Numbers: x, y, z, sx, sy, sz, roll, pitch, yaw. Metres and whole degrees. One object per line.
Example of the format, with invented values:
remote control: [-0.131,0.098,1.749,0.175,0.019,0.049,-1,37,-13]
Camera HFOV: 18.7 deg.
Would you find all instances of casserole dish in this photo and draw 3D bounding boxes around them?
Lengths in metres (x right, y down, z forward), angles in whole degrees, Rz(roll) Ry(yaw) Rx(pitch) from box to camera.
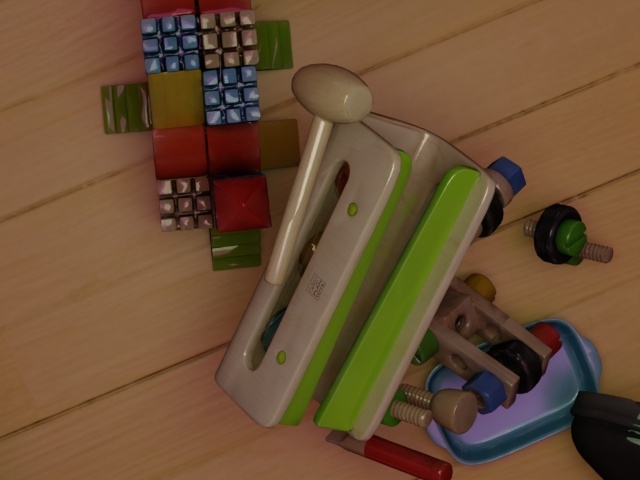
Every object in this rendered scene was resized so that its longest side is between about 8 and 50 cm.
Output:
casserole dish: [0.190,0.150,1.953,0.188,0.037,0.114,-23,94,-4]

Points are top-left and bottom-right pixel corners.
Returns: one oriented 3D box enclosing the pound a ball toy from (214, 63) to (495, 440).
pound a ball toy: [0.000,0.000,1.679,0.208,0.136,0.319,12,110,-40]

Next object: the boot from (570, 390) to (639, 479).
boot: [0.331,0.412,1.882,0.367,0.146,0.445,26,81,-10]

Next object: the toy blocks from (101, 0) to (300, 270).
toy blocks: [-0.111,-0.154,1.798,0.190,0.261,0.381,-5,93,-5]

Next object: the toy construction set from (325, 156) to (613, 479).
toy construction set: [0.081,0.059,1.871,0.257,0.237,0.309,44,67,-49]
